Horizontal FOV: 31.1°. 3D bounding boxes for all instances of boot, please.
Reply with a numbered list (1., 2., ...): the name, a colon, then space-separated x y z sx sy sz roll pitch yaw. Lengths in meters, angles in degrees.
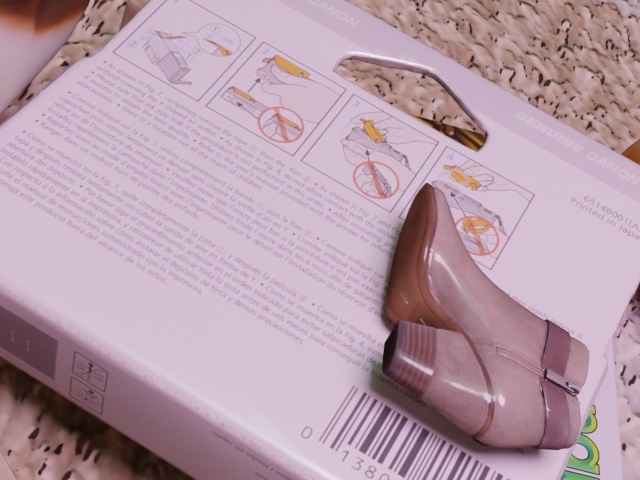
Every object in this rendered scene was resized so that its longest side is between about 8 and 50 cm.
1. boot: 0.073 0.035 0.492 0.087 0.042 0.118 20 51 -9

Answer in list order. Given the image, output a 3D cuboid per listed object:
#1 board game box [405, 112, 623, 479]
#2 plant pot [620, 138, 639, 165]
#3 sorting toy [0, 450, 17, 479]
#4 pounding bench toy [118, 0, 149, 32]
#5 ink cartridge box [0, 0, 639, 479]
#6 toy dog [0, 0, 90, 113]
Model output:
1. board game box: 0.059 0.059 0.613 0.192 0.053 0.305 14 50 -8
2. plant pot: 0.294 0.017 0.670 0.205 0.205 0.188 -8 72 -27
3. sorting toy: -0.158 0.186 0.398 0.193 0.038 0.208 -37 103 -39
4. pounding bench toy: -0.083 -0.134 0.691 0.052 0.083 0.065 37 48 8
5. ink cartridge box: 0.000 0.000 0.561 0.296 0.066 0.261 31 51 8
6. toy dog: -0.279 -0.204 0.479 0.408 0.284 0.395 32 33 -19
